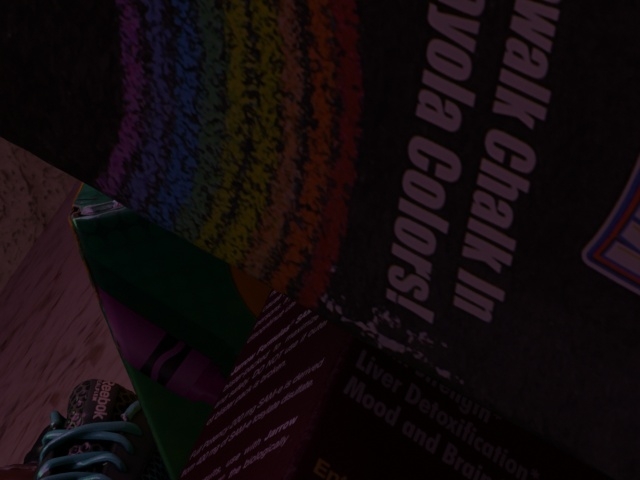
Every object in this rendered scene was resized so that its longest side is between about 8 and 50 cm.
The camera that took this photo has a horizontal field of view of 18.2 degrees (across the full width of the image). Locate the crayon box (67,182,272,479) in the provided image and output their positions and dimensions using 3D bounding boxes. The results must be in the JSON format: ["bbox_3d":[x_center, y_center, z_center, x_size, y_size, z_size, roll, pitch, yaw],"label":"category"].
[{"bbox_3d":[0.000,0.000,0.691,0.081,0.165,0.278,-15,22,10],"label":"crayon box"}]

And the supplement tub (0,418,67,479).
[{"bbox_3d":[-0.140,0.177,0.921,0.106,0.106,0.198,-42,17,47],"label":"supplement tub"}]

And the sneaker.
[{"bbox_3d":[-0.070,0.079,0.596,0.166,0.065,0.076,30,-126,-82],"label":"sneaker"}]

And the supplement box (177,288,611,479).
[{"bbox_3d":[0.051,0.043,0.482,0.073,0.130,0.239,-40,19,47],"label":"supplement box"}]

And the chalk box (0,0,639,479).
[{"bbox_3d":[0.081,-0.077,0.372,0.179,0.289,0.180,-40,-30,-42],"label":"chalk box"}]
